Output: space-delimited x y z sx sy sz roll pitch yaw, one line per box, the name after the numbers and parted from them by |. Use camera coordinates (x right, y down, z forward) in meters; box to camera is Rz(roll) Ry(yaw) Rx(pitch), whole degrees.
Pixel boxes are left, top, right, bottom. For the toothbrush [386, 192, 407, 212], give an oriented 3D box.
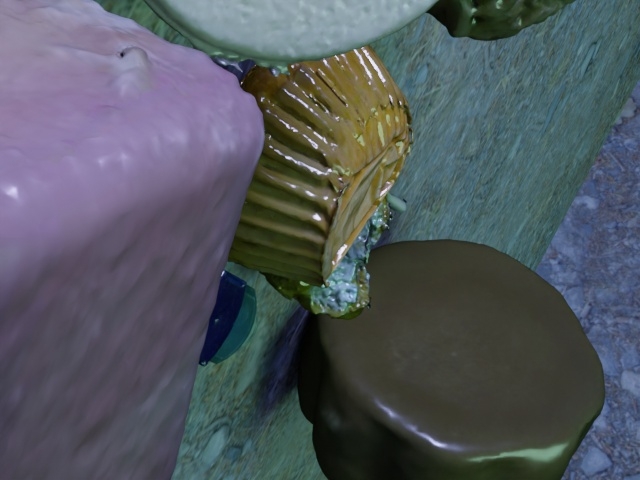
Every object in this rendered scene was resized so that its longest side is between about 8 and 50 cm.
0.074 -0.070 1.493 0.263 0.022 0.026 33 70 -71 | toothbrush

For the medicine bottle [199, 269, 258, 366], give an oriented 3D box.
-0.104 0.056 1.024 0.079 0.124 0.258 -65 164 -5 | medicine bottle

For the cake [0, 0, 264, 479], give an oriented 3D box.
-0.189 0.037 0.568 0.230 0.237 0.309 -36 150 -58 | cake

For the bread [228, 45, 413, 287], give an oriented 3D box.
-0.010 -0.076 1.068 0.240 0.139 0.240 -57 163 -28 | bread

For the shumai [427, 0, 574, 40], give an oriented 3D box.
0.117 -0.282 1.005 0.283 0.217 0.346 -48 159 -41 | shumai

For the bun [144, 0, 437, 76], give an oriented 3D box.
-0.025 -0.258 0.758 0.263 0.175 0.263 -12 131 -14 | bun

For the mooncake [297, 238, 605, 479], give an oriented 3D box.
0.154 0.184 1.527 0.378 0.378 0.201 -44 159 -44 | mooncake

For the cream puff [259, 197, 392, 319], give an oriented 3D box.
-0.001 0.000 1.237 0.156 0.121 0.156 -7 109 -23 | cream puff
